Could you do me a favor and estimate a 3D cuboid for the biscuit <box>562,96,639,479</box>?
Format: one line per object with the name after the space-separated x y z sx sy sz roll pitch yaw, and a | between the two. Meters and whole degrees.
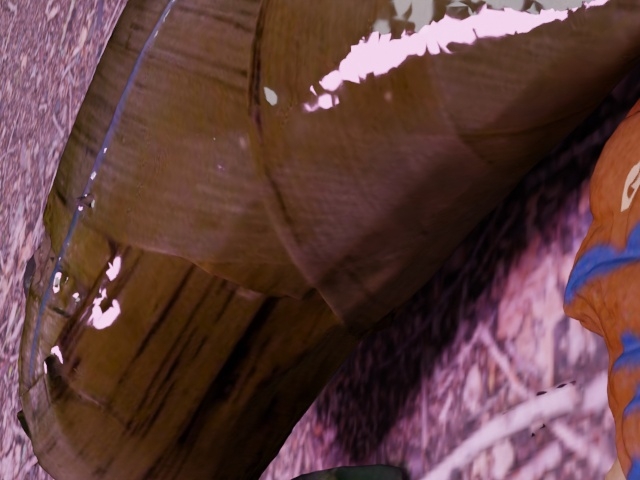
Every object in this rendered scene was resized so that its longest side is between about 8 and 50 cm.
0.130 -0.028 0.487 0.183 0.043 0.280 -29 46 56 | biscuit

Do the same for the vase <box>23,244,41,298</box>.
-0.128 -0.005 1.079 0.237 0.115 0.115 136 141 -61 | vase

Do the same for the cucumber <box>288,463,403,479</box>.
-0.005 0.225 0.707 0.115 0.063 0.244 127 145 -48 | cucumber

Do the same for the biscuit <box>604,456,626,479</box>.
0.129 0.115 0.461 0.265 0.040 0.188 140 139 -57 | biscuit

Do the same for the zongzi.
0.000 0.000 0.657 0.323 0.160 0.360 -69 25 10 | zongzi
